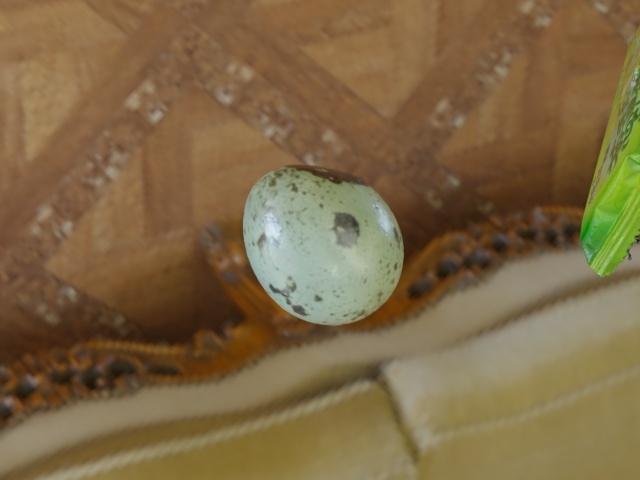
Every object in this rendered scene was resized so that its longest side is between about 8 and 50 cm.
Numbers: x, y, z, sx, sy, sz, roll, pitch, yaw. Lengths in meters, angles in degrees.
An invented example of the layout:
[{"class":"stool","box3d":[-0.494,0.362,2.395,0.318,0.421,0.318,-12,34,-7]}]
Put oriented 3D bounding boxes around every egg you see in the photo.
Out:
[{"class":"egg","box3d":[0.000,0.000,1.069,0.085,0.085,0.110,-43,124,-4]}]

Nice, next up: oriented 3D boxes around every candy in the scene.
[{"class":"candy","box3d":[0.176,-0.076,1.007,0.032,0.178,0.102,21,145,-3]}]
